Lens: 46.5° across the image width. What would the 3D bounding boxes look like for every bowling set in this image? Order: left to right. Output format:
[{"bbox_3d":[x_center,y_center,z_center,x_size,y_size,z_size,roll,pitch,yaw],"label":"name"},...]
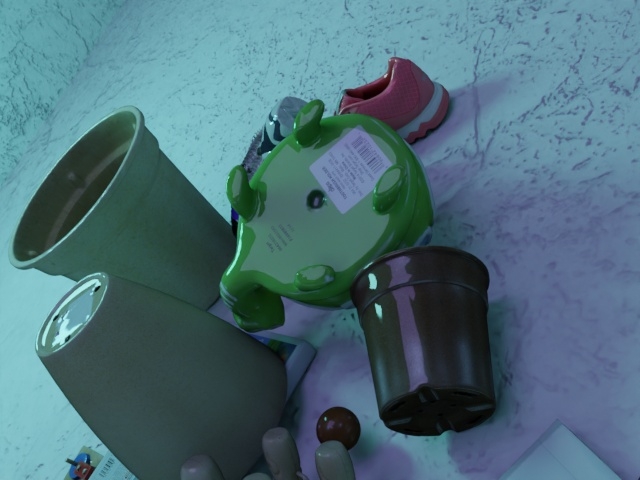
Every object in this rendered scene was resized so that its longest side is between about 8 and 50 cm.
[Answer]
[{"bbox_3d":[-0.004,0.300,0.841,0.199,0.154,0.287,-26,17,-34],"label":"bowling set"}]

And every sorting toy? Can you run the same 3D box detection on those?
[{"bbox_3d":[-0.419,0.423,1.245,0.132,0.046,0.275,2,58,50],"label":"sorting toy"}]

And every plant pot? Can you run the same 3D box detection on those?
[{"bbox_3d":[-0.321,-0.014,1.333,0.333,0.305,0.334,-30,37,26],"label":"plant pot"},{"bbox_3d":[-0.225,0.171,0.986,0.256,0.274,0.257,-28,35,22],"label":"plant pot"},{"bbox_3d":[0.122,0.120,0.839,0.167,0.167,0.165,-28,46,28],"label":"plant pot"}]

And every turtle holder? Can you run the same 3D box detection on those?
[{"bbox_3d":[0.018,0.001,0.992,0.243,0.227,0.320,21,84,31],"label":"turtle holder"}]

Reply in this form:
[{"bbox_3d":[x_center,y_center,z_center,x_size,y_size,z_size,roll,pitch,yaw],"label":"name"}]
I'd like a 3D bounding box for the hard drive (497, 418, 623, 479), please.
[{"bbox_3d":[0.174,0.335,0.662,0.307,0.040,0.203,-47,33,2],"label":"hard drive"}]

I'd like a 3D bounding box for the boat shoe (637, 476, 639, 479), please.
[{"bbox_3d":[0.294,0.195,0.621,0.125,0.038,0.046,-35,39,-29],"label":"boat shoe"}]

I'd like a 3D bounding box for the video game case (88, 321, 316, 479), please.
[{"bbox_3d":[-0.186,0.272,1.120,0.300,0.036,0.329,4,55,50],"label":"video game case"}]

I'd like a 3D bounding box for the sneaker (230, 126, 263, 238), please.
[{"bbox_3d":[-0.099,-0.097,1.345,0.293,0.102,0.146,-63,-10,-54],"label":"sneaker"}]

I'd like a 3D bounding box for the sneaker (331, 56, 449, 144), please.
[{"bbox_3d":[0.053,-0.184,1.229,0.314,0.136,0.116,-38,35,17],"label":"sneaker"}]

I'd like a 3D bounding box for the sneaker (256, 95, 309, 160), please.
[{"bbox_3d":[0.000,-0.108,1.172,0.153,0.235,0.094,-43,23,53],"label":"sneaker"}]
